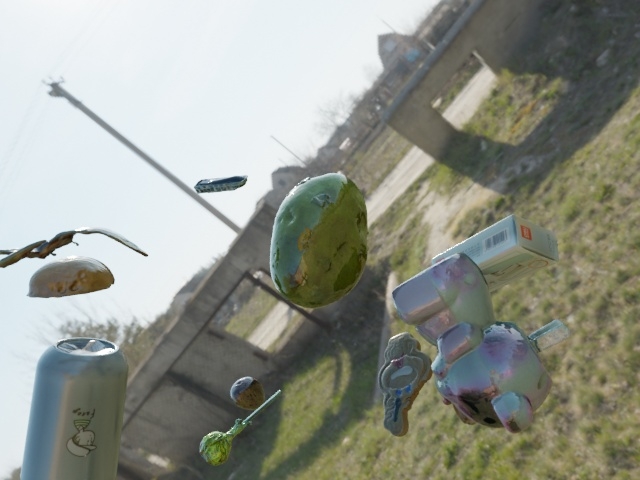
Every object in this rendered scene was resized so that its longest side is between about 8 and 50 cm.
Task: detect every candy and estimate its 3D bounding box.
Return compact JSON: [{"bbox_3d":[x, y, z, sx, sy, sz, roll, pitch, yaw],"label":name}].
[{"bbox_3d":[-0.204,0.482,1.549,0.262,0.077,0.073,-40,17,-7],"label":"candy"}]

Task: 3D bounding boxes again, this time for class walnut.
[{"bbox_3d":[-0.634,0.085,1.497,0.212,0.086,0.167,-8,16,-26],"label":"walnut"}]

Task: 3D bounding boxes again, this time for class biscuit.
[{"bbox_3d":[0.251,0.434,1.808,0.184,0.047,0.319,-6,60,47],"label":"biscuit"}]

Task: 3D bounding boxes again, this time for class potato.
[{"bbox_3d":[0.000,0.000,1.084,0.149,0.186,0.253,6,67,54],"label":"potato"}]

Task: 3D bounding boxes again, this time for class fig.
[{"bbox_3d":[-0.247,0.557,2.091,0.109,0.154,0.103,-33,19,-6],"label":"fig"}]

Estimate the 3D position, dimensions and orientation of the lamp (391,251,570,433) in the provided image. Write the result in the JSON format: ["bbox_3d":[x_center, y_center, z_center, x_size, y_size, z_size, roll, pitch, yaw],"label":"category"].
[{"bbox_3d":[0.286,0.165,1.029,0.248,0.301,0.247,-32,-8,9],"label":"lamp"}]

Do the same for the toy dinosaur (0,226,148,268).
[{"bbox_3d":[-0.519,0.046,1.153,0.328,0.112,0.207,-20,4,-26],"label":"toy dinosaur"}]

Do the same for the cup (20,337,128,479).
[{"bbox_3d":[-0.553,0.391,1.343,0.205,0.206,0.311,-100,18,-84],"label":"cup"}]

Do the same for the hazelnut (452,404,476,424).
[{"bbox_3d":[0.408,0.401,1.527,0.150,0.150,0.150,-50,4,5],"label":"hazelnut"}]

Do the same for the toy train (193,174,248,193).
[{"bbox_3d":[-0.310,-0.178,1.865,0.208,0.047,0.043,-3,38,34],"label":"toy train"}]

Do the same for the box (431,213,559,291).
[{"bbox_3d":[0.385,0.046,1.332,0.269,0.135,0.079,-36,42,49],"label":"box"}]
